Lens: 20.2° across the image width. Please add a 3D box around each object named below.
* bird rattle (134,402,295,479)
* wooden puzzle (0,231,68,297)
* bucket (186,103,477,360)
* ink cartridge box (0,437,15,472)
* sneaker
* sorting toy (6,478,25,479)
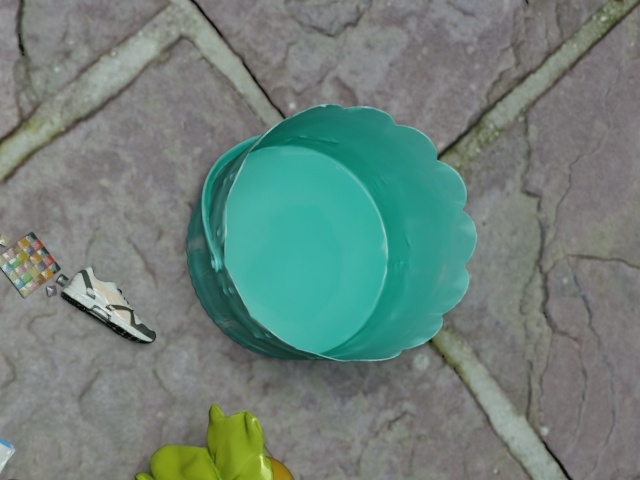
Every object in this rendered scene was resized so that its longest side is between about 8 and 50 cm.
[{"bbox_3d":[-0.052,0.271,1.809,0.143,0.207,0.253,-36,101,13],"label":"bird rattle"},{"bbox_3d":[-0.299,0.025,1.837,0.049,0.006,0.083,-40,99,-21],"label":"wooden puzzle"},{"bbox_3d":[0.000,0.000,1.867,0.281,0.183,0.281,3,83,-23],"label":"bucket"},{"bbox_3d":[-0.415,0.214,1.647,0.171,0.232,0.168,33,75,-16],"label":"ink cartridge box"},{"bbox_3d":[-0.211,0.068,1.850,0.109,0.040,0.044,36,70,-15],"label":"sneaker"},{"bbox_3d":[-0.203,0.384,1.778,0.255,0.089,0.257,14,79,-27],"label":"sorting toy"}]
